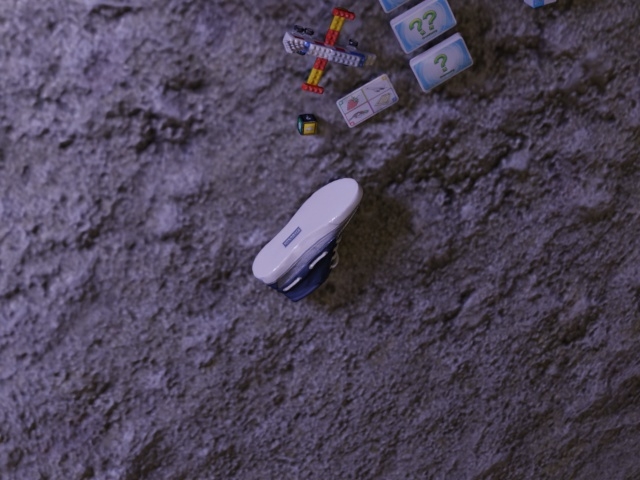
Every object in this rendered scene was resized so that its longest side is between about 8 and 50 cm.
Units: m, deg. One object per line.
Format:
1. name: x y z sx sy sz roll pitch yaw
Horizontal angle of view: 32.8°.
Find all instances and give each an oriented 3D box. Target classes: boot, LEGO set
1. boot: 0.000 0.000 1.480 0.190 0.069 0.086 -41 133 13
2. LEGO set: 0.062 -0.224 1.366 0.244 0.060 0.182 -29 130 3

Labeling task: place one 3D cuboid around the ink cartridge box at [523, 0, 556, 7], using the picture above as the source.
1. ink cartridge box: 0.309 -0.343 1.433 0.083 0.028 0.048 -18 123 -13
